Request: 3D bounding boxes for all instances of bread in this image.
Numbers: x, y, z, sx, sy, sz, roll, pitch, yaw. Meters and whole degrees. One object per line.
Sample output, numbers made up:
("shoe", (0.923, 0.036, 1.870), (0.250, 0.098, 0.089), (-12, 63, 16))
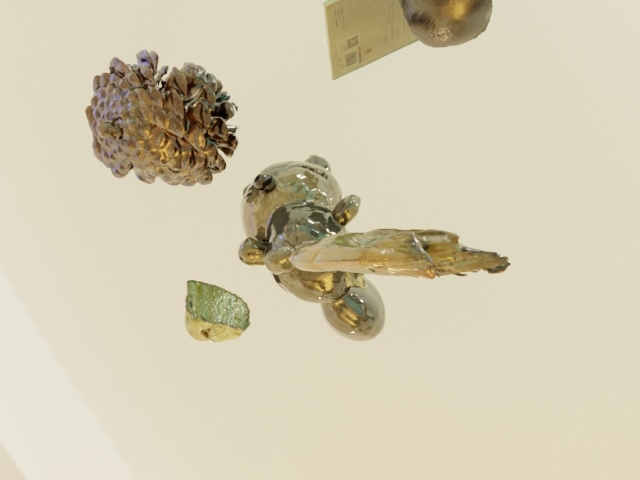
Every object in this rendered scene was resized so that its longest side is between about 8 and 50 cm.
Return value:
("bread", (-0.235, 0.153, 1.194), (0.156, 0.103, 0.110), (30, -46, -33))

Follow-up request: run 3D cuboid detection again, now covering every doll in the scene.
("doll", (-0.032, 0.015, 1.210), (0.253, 0.382, 0.378), (-16, -51, -1))

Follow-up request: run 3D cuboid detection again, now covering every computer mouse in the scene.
("computer mouse", (0.217, -0.492, 1.071), (0.169, 0.087, 0.295), (-14, -55, 21))

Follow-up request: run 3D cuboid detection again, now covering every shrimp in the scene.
("shrimp", (0.079, 0.014, 0.678), (0.255, 0.145, 0.059), (2, -90, 30))

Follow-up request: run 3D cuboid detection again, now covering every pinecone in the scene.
("pinecone", (-0.308, -0.244, 1.191), (0.296, 0.298, 0.241), (11, -123, -35))

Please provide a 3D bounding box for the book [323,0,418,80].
("book", (0.138, -0.467, 1.221), (0.283, 0.214, 0.025), (-27, -117, -10))
